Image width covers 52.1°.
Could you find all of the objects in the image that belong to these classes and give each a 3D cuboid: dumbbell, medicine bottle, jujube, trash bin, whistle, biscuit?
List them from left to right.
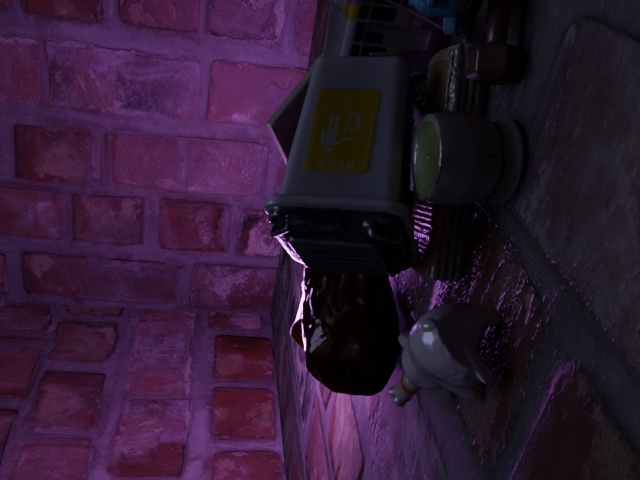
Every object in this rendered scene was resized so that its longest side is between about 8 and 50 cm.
[{"bbox_3d":[0.063,0.179,1.538,0.258,0.259,0.376,106,159,-47],"label":"jujube"},{"bbox_3d":[0.066,-0.129,1.217,0.296,0.256,0.367,56,-140,-65],"label":"trash bin"},{"bbox_3d":[0.233,-0.142,1.211,0.144,0.079,0.425,-146,59,-78],"label":"biscuit"},{"bbox_3d":[0.211,-0.427,1.079,0.274,0.093,0.186,-57,-31,-50],"label":"whistle"},{"bbox_3d":[0.231,-0.129,1.040,0.147,0.143,0.147,-179,90,-79],"label":"medicine bottle"},{"bbox_3d":[0.282,-0.364,1.030,0.092,0.082,0.230,-161,75,-78],"label":"dumbbell"}]

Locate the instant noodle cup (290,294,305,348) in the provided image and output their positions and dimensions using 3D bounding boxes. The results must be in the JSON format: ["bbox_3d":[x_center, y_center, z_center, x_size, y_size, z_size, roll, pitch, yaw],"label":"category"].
[{"bbox_3d":[0.031,0.198,1.846,0.215,0.216,0.172,107,172,-49],"label":"instant noodle cup"}]

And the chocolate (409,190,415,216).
[{"bbox_3d":[0.168,-0.049,1.465,0.321,0.112,0.111,176,90,-79],"label":"chocolate"}]

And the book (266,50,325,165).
[{"bbox_3d":[-0.001,-0.256,1.683,0.264,0.031,0.379,-55,-33,-20],"label":"book"}]

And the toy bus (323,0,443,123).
[{"bbox_3d":[0.140,-0.491,1.382,0.209,0.250,0.439,-97,15,-46],"label":"toy bus"}]

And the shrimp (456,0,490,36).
[{"bbox_3d":[0.286,-0.416,1.175,0.195,0.035,0.147,111,158,-53],"label":"shrimp"}]

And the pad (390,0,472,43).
[{"bbox_3d":[0.191,-0.406,1.209,0.006,0.188,0.113,-62,3,19],"label":"pad"}]

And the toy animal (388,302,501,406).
[{"bbox_3d":[0.205,0.198,1.110,0.282,0.138,0.140,99,179,-63],"label":"toy animal"}]
